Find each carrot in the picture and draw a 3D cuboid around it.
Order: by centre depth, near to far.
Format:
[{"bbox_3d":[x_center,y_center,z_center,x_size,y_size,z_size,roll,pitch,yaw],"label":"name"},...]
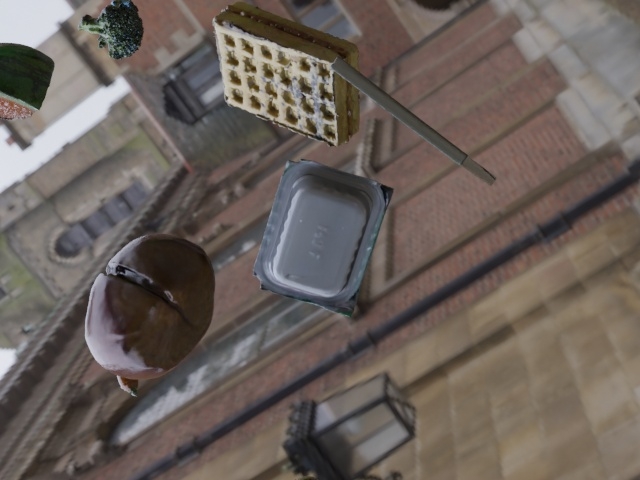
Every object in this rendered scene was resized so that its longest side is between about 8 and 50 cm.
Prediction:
[{"bbox_3d":[-0.353,0.211,1.810,0.142,0.035,0.035,66,-164,5],"label":"carrot"}]

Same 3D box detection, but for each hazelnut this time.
[{"bbox_3d":[-0.246,0.089,1.441,0.181,0.212,0.181,21,160,29],"label":"hazelnut"}]

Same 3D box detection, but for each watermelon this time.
[{"bbox_3d":[-0.616,-0.328,1.962,0.231,0.146,0.128,18,161,1],"label":"watermelon"}]

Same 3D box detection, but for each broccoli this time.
[{"bbox_3d":[-0.502,-0.510,2.458,0.160,0.154,0.167,15,-153,0],"label":"broccoli"}]

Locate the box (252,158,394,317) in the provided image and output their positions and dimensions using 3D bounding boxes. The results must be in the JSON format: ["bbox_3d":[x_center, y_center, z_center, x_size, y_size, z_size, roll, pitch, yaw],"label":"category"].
[{"bbox_3d":[0.000,0.000,2.397,0.264,0.336,0.106,17,-167,-2],"label":"box"}]

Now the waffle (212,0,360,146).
[{"bbox_3d":[-0.078,-0.387,2.420,0.376,0.114,0.260,26,138,28],"label":"waffle"}]

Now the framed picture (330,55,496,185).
[{"bbox_3d":[0.157,-0.179,1.616,0.247,0.022,0.335,39,-172,15],"label":"framed picture"}]

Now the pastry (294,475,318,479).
[{"bbox_3d":[-0.025,0.598,2.168,0.192,0.093,0.182,-107,13,-54],"label":"pastry"}]
